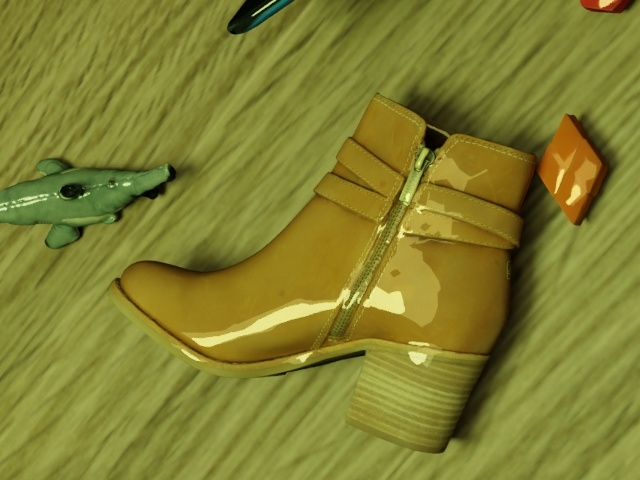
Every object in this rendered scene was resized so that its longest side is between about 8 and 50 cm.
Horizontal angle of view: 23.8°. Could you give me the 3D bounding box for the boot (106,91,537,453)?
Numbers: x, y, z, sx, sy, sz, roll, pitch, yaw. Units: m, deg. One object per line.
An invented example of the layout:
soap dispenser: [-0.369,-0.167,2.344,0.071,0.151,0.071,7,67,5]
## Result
boot: [0.000,0.000,1.061,0.283,0.109,0.220,20,97,24]

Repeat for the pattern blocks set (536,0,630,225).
pattern blocks set: [0.280,-0.064,0.971,0.285,0.026,0.324,5,89,27]

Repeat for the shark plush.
shark plush: [-0.184,-0.029,1.180,0.161,0.067,0.073,3,88,27]

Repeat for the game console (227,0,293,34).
game console: [0.039,-0.301,1.026,0.293,0.173,0.250,-31,74,21]
